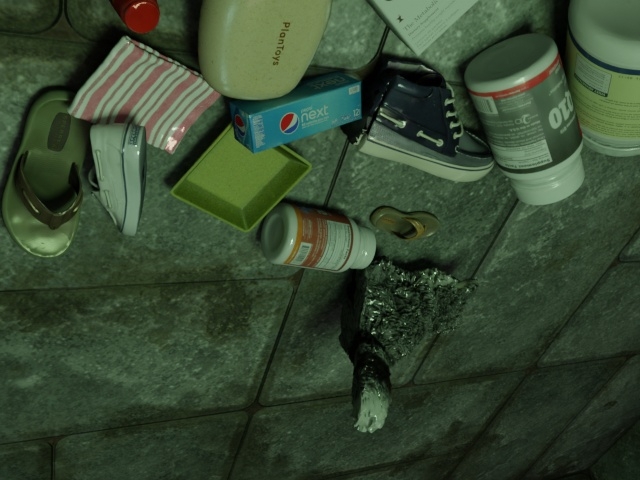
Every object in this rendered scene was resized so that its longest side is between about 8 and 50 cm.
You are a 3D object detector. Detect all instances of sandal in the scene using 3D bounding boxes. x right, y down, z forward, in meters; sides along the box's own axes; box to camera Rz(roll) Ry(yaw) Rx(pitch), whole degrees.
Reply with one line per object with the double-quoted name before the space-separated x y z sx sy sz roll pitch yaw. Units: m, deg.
"sandal" -0.422 -0.088 0.958 0.120 0.086 0.303 0 129 -32
"sandal" 0.189 -0.030 1.349 0.180 0.049 0.072 10 126 -34

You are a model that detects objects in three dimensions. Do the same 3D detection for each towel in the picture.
"towel" -0.258 -0.212 0.932 0.144 0.029 0.197 -45 149 19

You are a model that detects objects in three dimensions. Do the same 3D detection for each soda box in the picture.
"soda box" -0.037 -0.212 1.004 0.210 0.071 0.067 -22 129 -25

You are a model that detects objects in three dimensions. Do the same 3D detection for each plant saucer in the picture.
"plant saucer" -0.142 -0.121 1.098 0.188 0.045 0.188 -43 135 18

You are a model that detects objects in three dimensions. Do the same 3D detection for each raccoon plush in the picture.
"raccoon plush" 0.206 0.232 1.352 0.299 0.446 0.216 12 145 -10

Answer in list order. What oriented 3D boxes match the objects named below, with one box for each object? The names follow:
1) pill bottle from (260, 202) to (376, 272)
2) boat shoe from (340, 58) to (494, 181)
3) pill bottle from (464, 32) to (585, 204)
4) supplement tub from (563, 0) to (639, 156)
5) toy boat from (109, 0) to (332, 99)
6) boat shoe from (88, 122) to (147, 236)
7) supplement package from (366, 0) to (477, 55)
"pill bottle" 0.000 0.000 1.233 0.216 0.121 0.121 10 126 -34
"boat shoe" 0.216 -0.215 1.121 0.340 0.127 0.158 6 136 -30
"pill bottle" 0.385 -0.215 1.136 0.161 0.161 0.283 -31 122 4
"supplement tub" 0.554 -0.315 1.090 0.235 0.235 0.325 -30 151 3
"toy boat" -0.138 -0.328 0.846 0.318 0.148 0.267 -3 138 -34
"boat shoe" -0.325 -0.097 0.986 0.084 0.095 0.258 8 143 -12
"supplement package" 0.100 -0.409 0.870 0.139 0.134 0.244 -42 136 15
